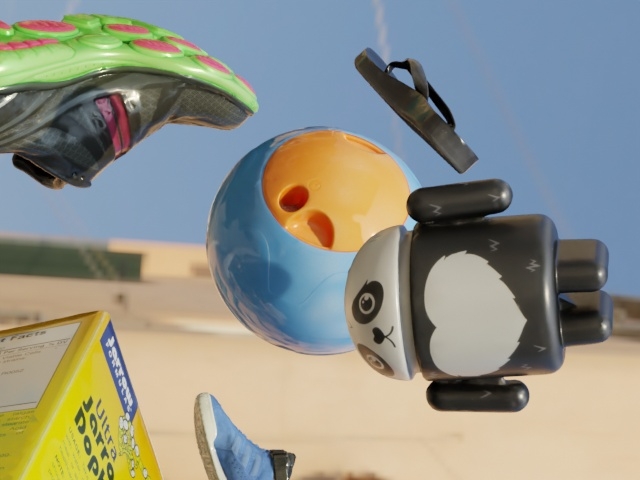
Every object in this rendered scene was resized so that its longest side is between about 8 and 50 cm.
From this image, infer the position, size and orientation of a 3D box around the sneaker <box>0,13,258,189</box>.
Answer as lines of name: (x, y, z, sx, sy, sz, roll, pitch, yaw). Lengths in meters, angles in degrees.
sneaker: (-0.299, -0.170, 2.355, 0.185, 0.483, 0.202, 40, -57, 46)

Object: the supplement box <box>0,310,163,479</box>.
supplement box: (-0.284, 0.235, 1.608, 0.356, 0.194, 0.195, -72, 150, -64)

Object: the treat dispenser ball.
treat dispenser ball: (0.000, 0.000, 2.342, 0.288, 0.288, 0.288, -17, -109, 62)

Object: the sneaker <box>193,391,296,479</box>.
sneaker: (-0.071, 0.215, 1.863, 0.058, 0.085, 0.152, 104, -30, -55)

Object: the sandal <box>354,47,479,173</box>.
sandal: (0.111, -0.143, 1.973, 0.054, 0.097, 0.254, -44, -146, 3)

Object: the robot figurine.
robot figurine: (0.163, 0.061, 1.950, 0.173, 0.278, 0.209, 62, 27, -66)
